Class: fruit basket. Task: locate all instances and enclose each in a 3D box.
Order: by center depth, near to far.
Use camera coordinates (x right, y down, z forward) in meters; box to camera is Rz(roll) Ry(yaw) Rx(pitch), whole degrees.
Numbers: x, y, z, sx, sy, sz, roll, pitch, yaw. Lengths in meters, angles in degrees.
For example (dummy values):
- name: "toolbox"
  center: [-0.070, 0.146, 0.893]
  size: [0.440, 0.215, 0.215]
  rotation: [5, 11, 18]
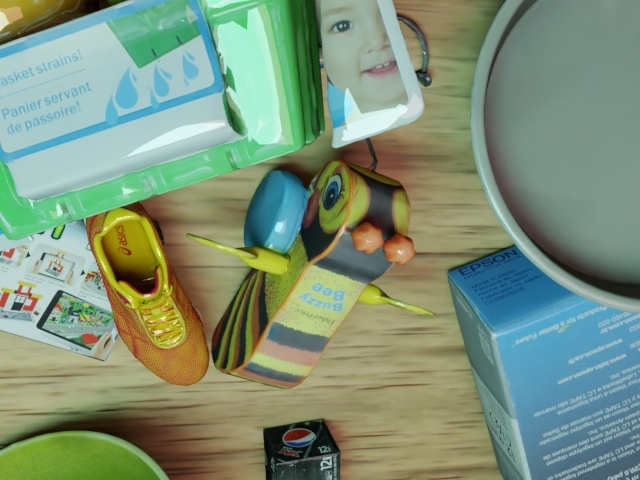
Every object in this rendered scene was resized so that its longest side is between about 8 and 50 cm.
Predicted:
- name: "fruit basket"
  center: [-0.144, -0.188, 0.672]
  size: [0.327, 0.165, 0.353]
  rotation: [-16, 104, 10]

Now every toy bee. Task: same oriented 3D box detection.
- name: "toy bee"
  center: [0.000, 0.000, 0.857]
  size: [0.195, 0.162, 0.298]
  rotation: [-2, 116, -14]

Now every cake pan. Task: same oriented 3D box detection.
- name: "cake pan"
  center: [0.251, -0.091, 0.887]
  size: [0.293, 0.054, 0.293]
  rotation: [0, 90, -7]

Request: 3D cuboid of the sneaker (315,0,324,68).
- name: "sneaker"
  center: [-0.051, -0.200, 0.785]
  size: [0.080, 0.081, 0.211]
  rotation: [-41, 119, 8]

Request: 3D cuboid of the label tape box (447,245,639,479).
- name: "label tape box"
  center: [0.277, 0.144, 1.044]
  size: [0.249, 0.115, 0.347]
  rotation: [-22, 122, -6]

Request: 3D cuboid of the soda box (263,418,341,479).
- name: "soda box"
  center: [-0.015, 0.244, 1.036]
  size: [0.060, 0.053, 0.169]
  rotation: [-8, 117, -13]

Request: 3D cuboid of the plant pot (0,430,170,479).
- name: "plant pot"
  center: [-0.167, 0.346, 0.942]
  size: [0.275, 0.275, 0.293]
  rotation: [-30, 135, -1]

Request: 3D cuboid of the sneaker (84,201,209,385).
- name: "sneaker"
  center: [-0.127, 0.045, 0.850]
  size: [0.064, 0.067, 0.175]
  rotation: [-26, 122, -5]

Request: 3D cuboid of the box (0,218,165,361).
- name: "box"
  center: [-0.232, 0.008, 0.860]
  size: [0.207, 0.036, 0.114]
  rotation: [21, 108, -25]
